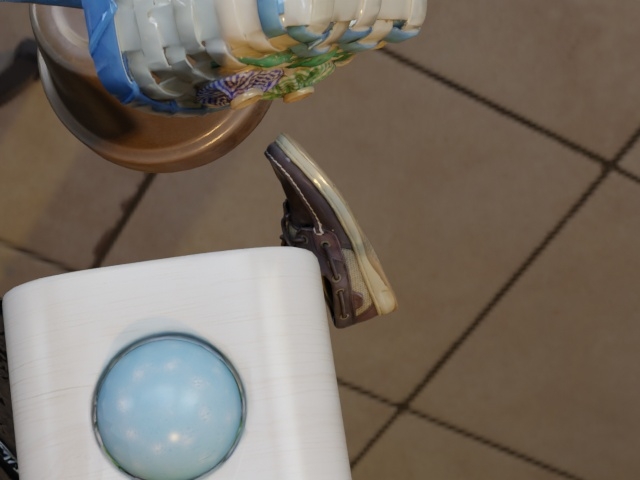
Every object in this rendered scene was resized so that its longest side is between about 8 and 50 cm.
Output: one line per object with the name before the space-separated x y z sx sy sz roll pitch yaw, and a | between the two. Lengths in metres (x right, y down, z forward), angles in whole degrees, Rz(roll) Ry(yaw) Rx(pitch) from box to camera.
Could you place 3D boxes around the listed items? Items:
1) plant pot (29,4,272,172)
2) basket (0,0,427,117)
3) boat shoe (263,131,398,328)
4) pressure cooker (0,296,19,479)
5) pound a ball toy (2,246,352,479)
plant pot | -0.185 -0.210 1.422 0.263 0.229 0.263 -1 85 8
basket | -0.098 -0.180 0.908 0.289 0.255 0.201 3 99 28
boat shoe | 0.000 0.000 1.628 0.092 0.103 0.285 -34 130 -3
pressure cooker | -0.301 0.264 0.910 0.420 0.370 0.375 -44 143 8
pound a ball toy | -0.080 0.176 0.534 0.208 0.319 0.136 -7 166 -2
